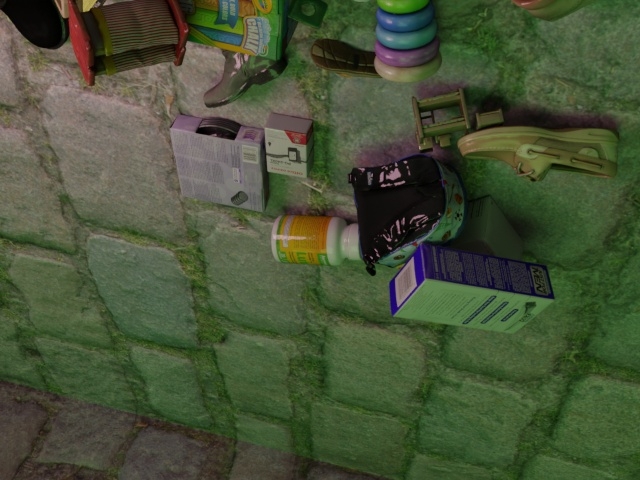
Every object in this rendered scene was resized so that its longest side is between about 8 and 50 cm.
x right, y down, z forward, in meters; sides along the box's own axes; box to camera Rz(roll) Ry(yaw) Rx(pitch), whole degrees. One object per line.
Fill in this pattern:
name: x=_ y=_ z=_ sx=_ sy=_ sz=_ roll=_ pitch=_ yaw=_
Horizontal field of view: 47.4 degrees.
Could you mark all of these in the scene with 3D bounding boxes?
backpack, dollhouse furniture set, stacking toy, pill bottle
backpack: x=0.224 y=-0.074 z=1.749 sx=0.213 sy=0.276 sz=0.263 roll=6 pitch=157 yaw=-42
dollhouse furniture set: x=-0.420 y=-0.507 z=1.418 sx=0.374 sy=0.201 sz=0.152 roll=65 pitch=158 yaw=9
stacking toy: x=0.165 y=-0.480 z=1.409 sx=0.141 sy=0.141 sz=0.330 roll=6 pitch=134 yaw=15
dollhouse furniture set: x=0.303 y=-0.278 z=1.644 sx=0.182 sy=0.101 sz=0.161 roll=-10 pitch=172 yaw=5
pill bottle: x=0.000 y=0.000 z=2.008 sx=0.245 sy=0.136 sz=0.136 roll=3 pitch=138 yaw=18

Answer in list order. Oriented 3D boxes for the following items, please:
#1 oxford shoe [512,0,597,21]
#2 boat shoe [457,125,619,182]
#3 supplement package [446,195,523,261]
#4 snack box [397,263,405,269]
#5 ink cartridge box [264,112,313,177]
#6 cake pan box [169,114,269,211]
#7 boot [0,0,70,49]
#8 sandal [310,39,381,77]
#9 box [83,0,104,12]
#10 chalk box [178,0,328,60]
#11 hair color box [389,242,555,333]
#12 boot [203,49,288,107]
oxford shoe: x=0.520 y=-0.521 z=1.249 sx=0.397 sy=0.140 sz=0.146 roll=-26 pitch=154 yaw=35
boat shoe: x=0.471 y=-0.186 z=1.589 sx=0.341 sy=0.110 sz=0.121 roll=2 pitch=177 yaw=13
supplement package: x=0.384 y=0.025 z=1.878 sx=0.203 sy=0.149 sz=0.194 roll=-18 pitch=129 yaw=37
snack box: x=0.257 y=0.034 z=2.026 sx=0.100 sy=0.037 sz=0.141 roll=30 pitch=139 yaw=-15
ink cartridge box: x=-0.077 y=-0.235 z=1.826 sx=0.109 sy=0.063 sz=0.150 roll=11 pitch=140 yaw=9
cake pan box: x=-0.262 y=-0.204 z=1.932 sx=0.245 sy=0.070 sz=0.267 roll=9 pitch=140 yaw=8
boot: x=-0.720 y=-0.518 z=1.593 sx=0.131 sy=0.260 sz=0.348 roll=-3 pitch=135 yaw=24
sandal: x=0.063 y=-0.388 z=1.604 sx=0.180 sy=0.072 sz=0.049 roll=13 pitch=162 yaw=0
box: x=-0.562 y=-0.591 z=1.566 sx=0.232 sy=0.058 sz=0.087 roll=36 pitch=144 yaw=-21
chalk box: x=-0.131 y=-0.495 z=1.460 sx=0.289 sy=0.180 sz=0.179 roll=13 pitch=141 yaw=5
hair color box: x=0.356 y=0.119 z=1.735 sx=0.339 sy=0.110 sz=0.185 roll=11 pitch=144 yaw=-16
boot: x=-0.206 y=-0.417 z=1.670 sx=0.246 sy=0.083 sz=0.161 roll=-21 pitch=120 yaw=31
